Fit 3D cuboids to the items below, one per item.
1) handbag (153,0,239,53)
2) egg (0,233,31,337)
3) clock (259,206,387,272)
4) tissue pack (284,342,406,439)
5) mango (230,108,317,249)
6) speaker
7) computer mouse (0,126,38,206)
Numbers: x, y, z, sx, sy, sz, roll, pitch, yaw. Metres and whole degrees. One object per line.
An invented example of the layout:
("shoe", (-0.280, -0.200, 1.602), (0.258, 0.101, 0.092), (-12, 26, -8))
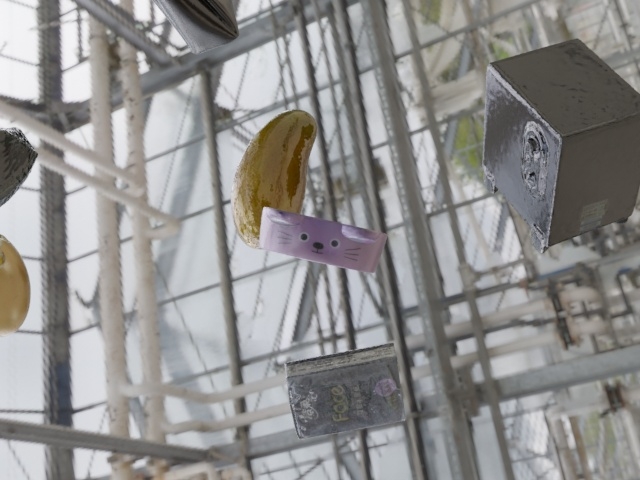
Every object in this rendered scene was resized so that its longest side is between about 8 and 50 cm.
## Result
("handbag", (-0.237, -0.465, 1.358), (0.257, 0.113, 0.285), (34, -138, -63))
("egg", (-0.262, 0.037, 0.675), (0.083, 0.071, 0.071), (70, -157, -8))
("clock", (0.000, 0.000, 1.018), (0.110, 0.152, 0.050), (-1, -77, -87))
("tissue pack", (0.034, 0.209, 1.191), (0.051, 0.156, 0.112), (-101, 1, -62))
("mango", (-0.067, -0.096, 1.303), (0.136, 0.099, 0.227), (34, -108, -55))
("speaker", (0.389, -0.154, 1.419), (0.254, 0.184, 0.232), (83, 165, -45))
("computer mouse", (-0.245, -0.029, 0.495), (0.192, 0.105, 0.062), (-24, -69, -56))
